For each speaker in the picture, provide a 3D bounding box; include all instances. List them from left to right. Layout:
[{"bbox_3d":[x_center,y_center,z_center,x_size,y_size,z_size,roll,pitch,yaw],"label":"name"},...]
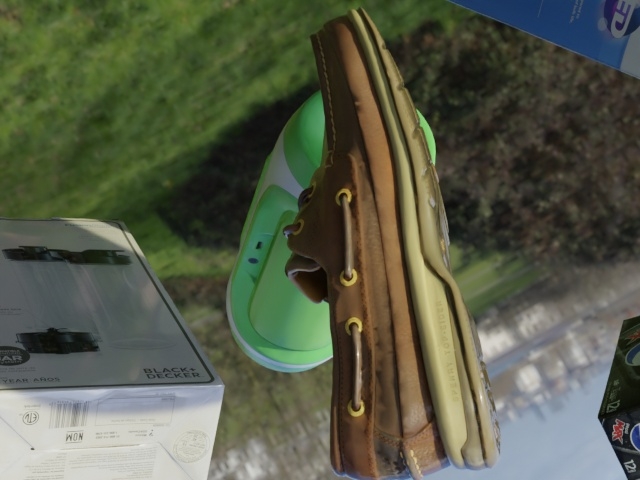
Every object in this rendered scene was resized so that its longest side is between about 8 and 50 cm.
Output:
[{"bbox_3d":[0.000,0.000,1.017,0.131,0.131,0.296,-23,157,-27],"label":"speaker"}]

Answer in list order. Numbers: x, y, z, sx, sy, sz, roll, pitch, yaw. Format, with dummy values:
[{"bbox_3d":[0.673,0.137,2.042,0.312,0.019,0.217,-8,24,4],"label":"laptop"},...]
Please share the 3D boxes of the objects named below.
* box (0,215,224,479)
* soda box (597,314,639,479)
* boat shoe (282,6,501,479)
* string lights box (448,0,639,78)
[{"bbox_3d":[-0.196,0.075,0.890,0.169,0.290,0.087,1,114,-26],"label":"box"},{"bbox_3d":[0.258,0.111,0.923,0.053,0.060,0.169,-22,-167,27],"label":"soda box"},{"bbox_3d":[0.015,-0.002,0.421,0.060,0.178,0.064,-15,156,8],"label":"boat shoe"},{"bbox_3d":[0.174,-0.187,0.752,0.076,0.259,0.133,5,110,-33],"label":"string lights box"}]
